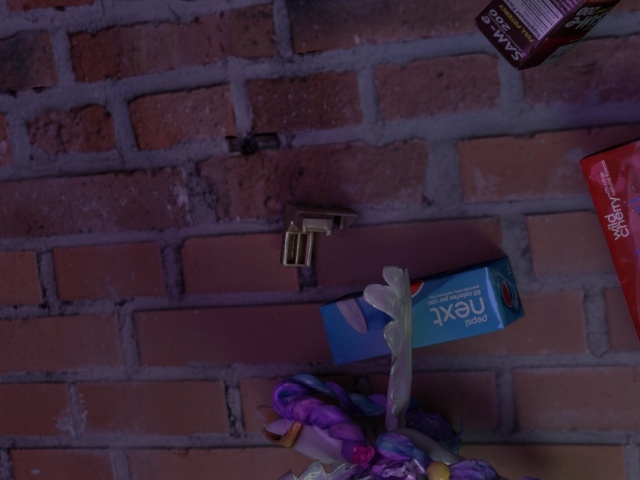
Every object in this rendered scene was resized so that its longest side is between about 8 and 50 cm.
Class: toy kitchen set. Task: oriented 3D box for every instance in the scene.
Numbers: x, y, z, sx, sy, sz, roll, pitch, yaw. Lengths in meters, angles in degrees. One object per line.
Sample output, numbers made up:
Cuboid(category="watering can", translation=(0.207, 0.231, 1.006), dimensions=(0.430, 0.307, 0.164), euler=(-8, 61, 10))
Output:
Cuboid(category="toy kitchen set", translation=(0.000, 0.000, 1.916), dimensions=(0.068, 0.083, 0.075), euler=(2, 104, -16))

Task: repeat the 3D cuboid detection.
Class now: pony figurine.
Cuboid(category="pony figurine", translation=(0.080, 0.234, 1.778), dimensions=(0.363, 0.351, 0.303), euler=(32, 73, 11))

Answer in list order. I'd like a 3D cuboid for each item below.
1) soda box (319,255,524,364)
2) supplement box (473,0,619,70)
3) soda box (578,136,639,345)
Cuboid(category="soda box", translation=(0.109, 0.078, 1.871), dimensions=(0.210, 0.067, 0.071), euler=(-15, 92, 28))
Cuboid(category="supplement box", translation=(0.274, -0.276, 1.688), dimensions=(0.239, 0.130, 0.073), euler=(-45, 79, 27))
Cuboid(category="soda box", translation=(0.351, 0.024, 1.729), dimensions=(0.092, 0.083, 0.263), euler=(-18, 90, 28))
